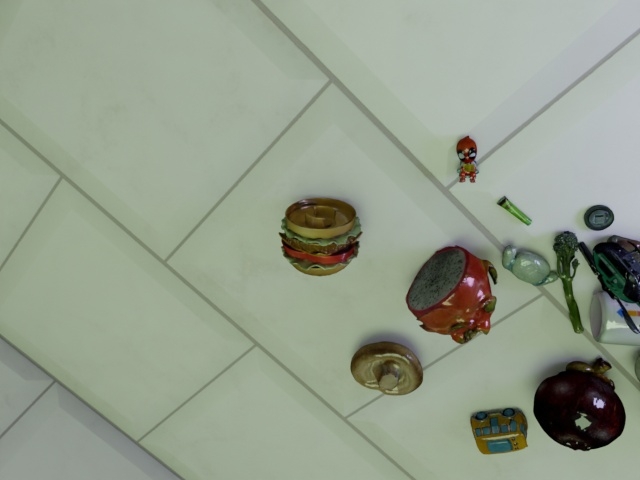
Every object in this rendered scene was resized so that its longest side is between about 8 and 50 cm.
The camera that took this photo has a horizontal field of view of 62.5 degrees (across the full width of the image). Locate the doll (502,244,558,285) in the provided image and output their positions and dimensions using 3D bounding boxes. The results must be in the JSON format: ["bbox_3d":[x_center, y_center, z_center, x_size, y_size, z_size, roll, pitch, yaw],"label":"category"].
[{"bbox_3d":[0.677,0.088,1.714,0.214,0.071,0.103,27,116,-11],"label":"doll"}]

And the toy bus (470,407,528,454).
[{"bbox_3d":[0.684,0.736,2.010,0.210,0.136,0.126,-15,112,20],"label":"toy bus"}]

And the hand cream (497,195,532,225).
[{"bbox_3d":[0.616,-0.092,1.669,0.122,0.023,0.036,38,123,-2],"label":"hand cream"}]

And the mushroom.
[{"bbox_3d":[0.252,0.486,1.989,0.279,0.146,0.278,8,129,10],"label":"mushroom"}]

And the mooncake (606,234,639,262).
[{"bbox_3d":[0.939,0.053,1.633,0.125,0.073,0.129,10,117,11],"label":"mooncake"}]

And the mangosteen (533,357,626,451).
[{"bbox_3d":[0.879,0.566,1.808,0.298,0.292,0.297,-4,155,-2],"label":"mangosteen"}]

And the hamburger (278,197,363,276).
[{"bbox_3d":[0.000,0.000,1.732,0.275,0.274,0.212,7,119,11],"label":"hamburger"}]

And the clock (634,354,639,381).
[{"bbox_3d":[1.236,0.488,1.724,0.343,0.184,0.325,-15,108,15],"label":"clock"}]

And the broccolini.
[{"bbox_3d":[0.826,0.146,1.708,0.079,0.074,0.391,-22,112,5],"label":"broccolini"}]

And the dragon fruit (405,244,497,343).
[{"bbox_3d":[0.447,0.190,1.716,0.226,0.305,0.305,36,120,-14],"label":"dragon fruit"}]

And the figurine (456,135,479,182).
[{"bbox_3d":[0.448,-0.247,1.604,0.068,0.075,0.140,1,106,16],"label":"figurine"}]

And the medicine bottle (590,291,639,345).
[{"bbox_3d":[1.021,0.249,1.655,0.293,0.170,0.170,2,117,15],"label":"medicine bottle"}]

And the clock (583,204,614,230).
[{"bbox_3d":[0.855,-0.070,1.621,0.085,0.017,0.085,6,118,12],"label":"clock"}]

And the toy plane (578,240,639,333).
[{"bbox_3d":[0.907,0.139,1.549,0.381,0.107,0.155,57,152,19],"label":"toy plane"}]
